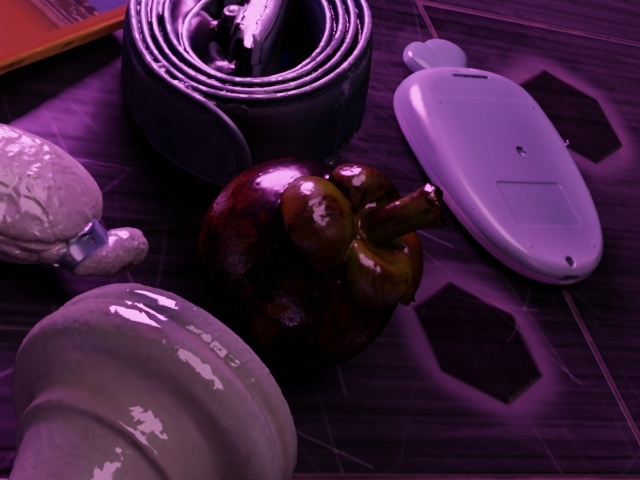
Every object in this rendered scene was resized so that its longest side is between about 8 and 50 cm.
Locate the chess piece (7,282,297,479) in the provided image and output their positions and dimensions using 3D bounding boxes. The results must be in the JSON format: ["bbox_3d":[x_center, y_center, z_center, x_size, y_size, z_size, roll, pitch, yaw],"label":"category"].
[{"bbox_3d":[-0.162,0.179,1.114,0.194,0.194,0.299,40,46,2],"label":"chess piece"}]

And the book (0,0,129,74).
[{"bbox_3d":[-0.330,-0.223,1.470,0.262,0.028,0.374,40,29,9],"label":"book"}]

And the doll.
[{"bbox_3d":[-0.221,-0.032,1.361,0.214,0.071,0.103,29,35,-14],"label":"doll"}]

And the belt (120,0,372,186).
[{"bbox_3d":[-0.060,-0.149,1.539,0.206,0.116,0.267,1,40,-6],"label":"belt"}]

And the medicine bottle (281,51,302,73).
[{"bbox_3d":[-0.025,-0.159,1.679,0.051,0.051,0.191,27,37,-15],"label":"medicine bottle"}]

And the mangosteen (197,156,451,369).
[{"bbox_3d":[-0.009,0.007,1.409,0.172,0.184,0.172,7,57,-11],"label":"mangosteen"}]

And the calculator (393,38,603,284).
[{"bbox_3d":[0.164,-0.082,1.761,0.185,0.041,0.299,1,52,-39],"label":"calculator"}]
